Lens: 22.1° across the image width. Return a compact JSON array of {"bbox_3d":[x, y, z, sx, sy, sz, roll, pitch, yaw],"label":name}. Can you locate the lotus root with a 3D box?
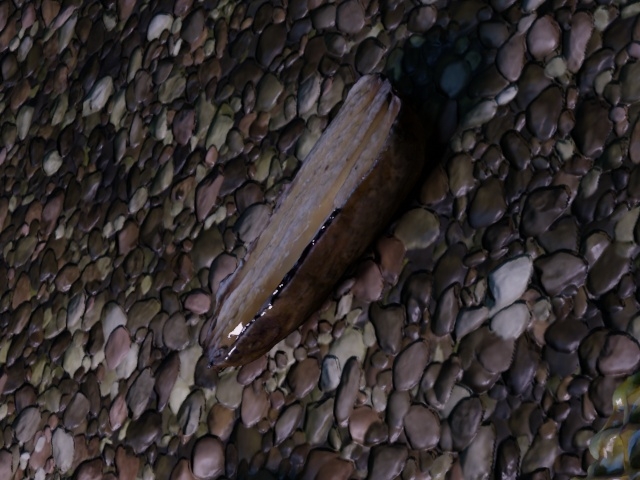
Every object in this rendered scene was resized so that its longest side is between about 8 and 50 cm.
[{"bbox_3d":[0.000,0.001,1.531,0.329,0.078,0.167,-54,19,19],"label":"lotus root"}]

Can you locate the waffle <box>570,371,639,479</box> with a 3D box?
[{"bbox_3d":[0.277,0.167,1.158,0.204,0.054,0.223,-58,42,13],"label":"waffle"}]
